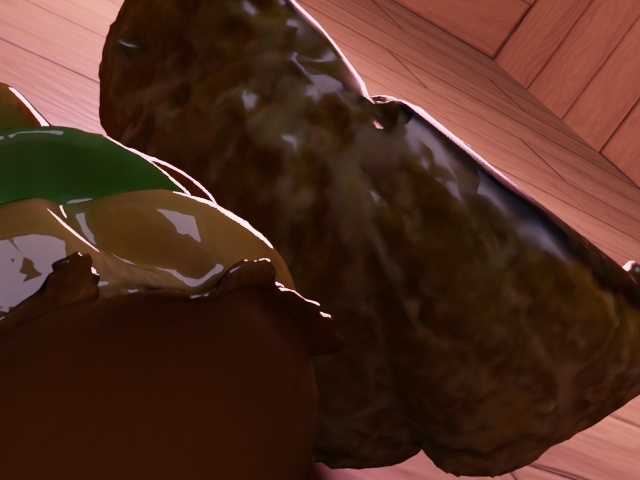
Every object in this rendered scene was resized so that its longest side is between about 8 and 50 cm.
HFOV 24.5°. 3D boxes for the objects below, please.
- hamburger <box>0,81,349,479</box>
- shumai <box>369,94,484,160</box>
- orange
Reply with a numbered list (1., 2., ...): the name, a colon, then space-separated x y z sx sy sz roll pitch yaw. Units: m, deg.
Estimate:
1. hamburger: -0.121 0.057 0.398 0.149 0.237 0.237 40 15 31
2. shumai: 0.064 -0.010 1.190 0.209 0.161 0.153 57 37 -5
3. orange: 0.000 0.000 0.822 0.368 0.210 0.271 43 -6 23
